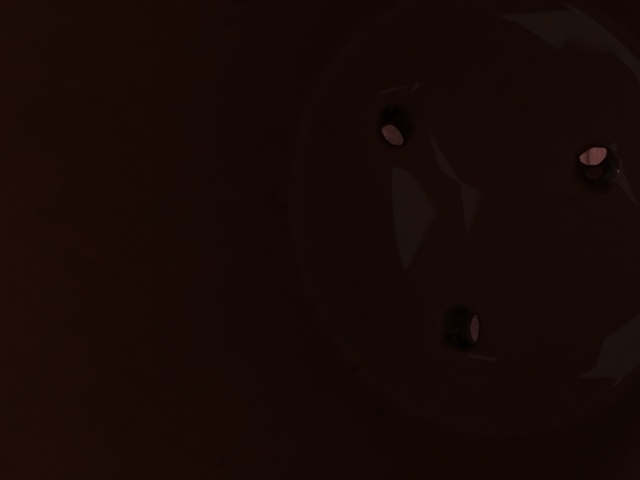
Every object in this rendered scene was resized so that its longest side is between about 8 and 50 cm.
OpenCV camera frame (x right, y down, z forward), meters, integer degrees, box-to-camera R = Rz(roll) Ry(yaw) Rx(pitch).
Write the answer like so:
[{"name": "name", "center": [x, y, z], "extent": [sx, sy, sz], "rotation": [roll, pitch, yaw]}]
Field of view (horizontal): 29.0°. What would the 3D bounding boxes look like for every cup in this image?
[{"name": "cup", "center": [0.000, 0.000, 0.362], "extent": [0.237, 0.331, 0.331], "rotation": [-11, -84, -57]}]
